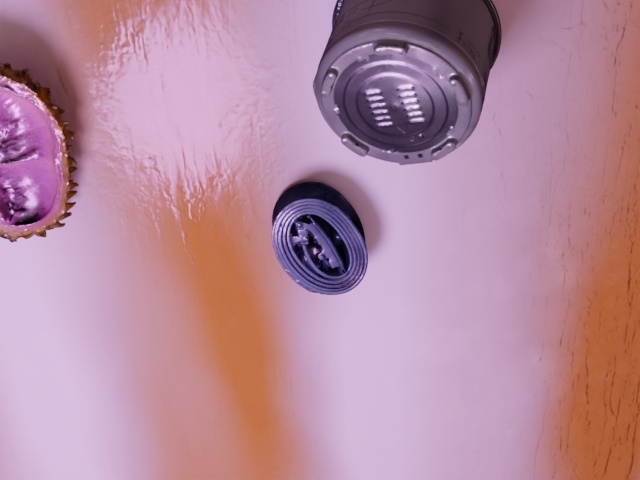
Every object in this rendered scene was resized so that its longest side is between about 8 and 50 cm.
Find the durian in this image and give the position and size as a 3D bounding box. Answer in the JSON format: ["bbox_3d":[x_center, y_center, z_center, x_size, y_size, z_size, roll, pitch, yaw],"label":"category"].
[{"bbox_3d":[-0.463,-0.150,1.405,0.191,0.112,0.341,-15,127,0],"label":"durian"}]

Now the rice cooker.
[{"bbox_3d":[0.119,-0.248,1.251,0.241,0.227,0.281,-7,134,27],"label":"rice cooker"}]

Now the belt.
[{"bbox_3d":[0.000,0.000,1.482,0.141,0.082,0.190,-27,115,14],"label":"belt"}]
